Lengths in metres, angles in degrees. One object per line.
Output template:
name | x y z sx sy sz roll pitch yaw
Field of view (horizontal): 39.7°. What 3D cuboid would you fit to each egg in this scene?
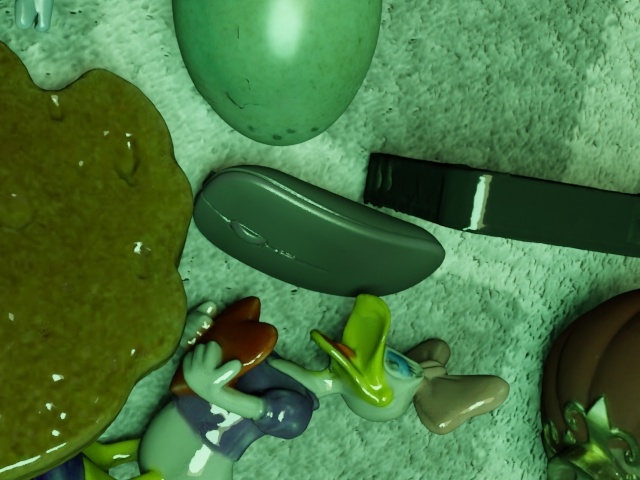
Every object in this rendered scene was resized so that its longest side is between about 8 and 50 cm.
egg | -0.034 -0.194 0.710 0.169 0.169 0.237 -3 98 -19

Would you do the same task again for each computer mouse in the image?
computer mouse | 0.000 0.001 0.790 0.232 0.120 0.057 21 54 -22

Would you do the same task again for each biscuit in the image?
biscuit | -0.266 -0.011 0.638 0.358 0.074 0.381 -5 69 -26

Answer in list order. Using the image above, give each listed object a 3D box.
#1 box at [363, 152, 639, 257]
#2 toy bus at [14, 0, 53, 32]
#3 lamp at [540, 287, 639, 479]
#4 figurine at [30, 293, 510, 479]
box | 0.231 -0.027 0.811 0.350 0.211 0.058 7 98 -21
toy bus | -0.277 -0.286 0.591 0.231 0.197 0.294 11 82 -31
lamp | 0.347 0.189 0.841 0.257 0.303 0.303 -29 107 -18
figurine | -0.053 0.153 0.772 0.420 0.154 0.193 -23 111 -13
